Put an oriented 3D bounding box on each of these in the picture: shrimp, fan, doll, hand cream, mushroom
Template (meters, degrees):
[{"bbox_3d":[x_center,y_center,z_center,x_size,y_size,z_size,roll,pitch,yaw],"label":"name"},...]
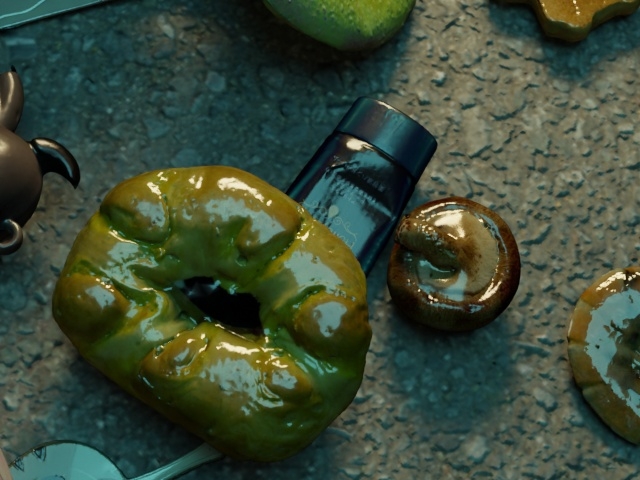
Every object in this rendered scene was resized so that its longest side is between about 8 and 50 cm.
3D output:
[{"bbox_3d":[0.364,0.096,1.597,0.296,0.058,0.169,-7,78,-9],"label":"shrimp"},{"bbox_3d":[-0.176,0.219,1.484,0.226,0.008,0.152,-25,72,-16],"label":"fan"},{"bbox_3d":[-0.327,-0.086,1.534,0.182,0.117,0.257,-30,74,-17],"label":"doll"},{"bbox_3d":[0.000,0.000,1.585,0.120,0.061,0.270,32,75,4],"label":"hand cream"},{"bbox_3d":[0.117,0.022,1.569,0.127,0.087,0.127,1,67,-3],"label":"mushroom"}]

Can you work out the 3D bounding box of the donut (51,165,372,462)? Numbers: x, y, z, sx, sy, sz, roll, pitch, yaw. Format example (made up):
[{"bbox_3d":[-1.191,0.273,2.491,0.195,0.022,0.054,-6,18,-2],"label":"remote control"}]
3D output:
[{"bbox_3d":[-0.079,0.056,1.483,0.261,0.128,0.208,38,85,6],"label":"donut"}]

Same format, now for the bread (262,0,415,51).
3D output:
[{"bbox_3d":[-0.007,-0.315,1.628,0.301,0.045,0.301,27,52,-41],"label":"bread"}]

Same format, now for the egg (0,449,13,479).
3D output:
[{"bbox_3d":[-0.314,0.251,1.349,0.196,0.196,0.271,20,66,1],"label":"egg"}]

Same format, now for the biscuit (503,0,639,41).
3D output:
[{"bbox_3d":[0.216,-0.294,1.750,0.166,0.036,0.225,-30,71,-20],"label":"biscuit"}]

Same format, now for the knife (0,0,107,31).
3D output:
[{"bbox_3d":[-0.154,-0.261,1.679,0.335,0.043,0.081,-12,63,-11],"label":"knife"}]
